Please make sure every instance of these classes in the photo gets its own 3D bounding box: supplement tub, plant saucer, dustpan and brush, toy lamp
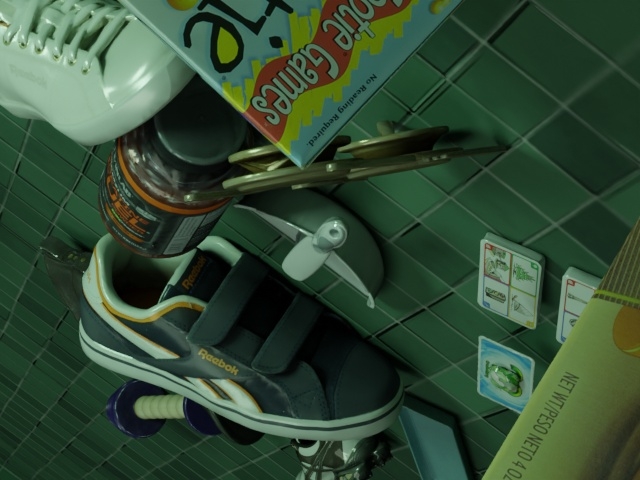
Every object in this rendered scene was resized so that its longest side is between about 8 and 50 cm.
[{"bbox_3d":[-0.113,-0.060,1.146,0.106,0.106,0.198,36,157,-2],"label":"supplement tub"},{"bbox_3d":[0.121,0.214,1.469,0.067,0.018,0.192,22,153,28],"label":"plant saucer"},{"bbox_3d":[0.000,0.000,1.164,0.147,0.060,0.211,36,157,-3],"label":"dustpan and brush"},{"bbox_3d":[-0.192,0.207,1.804,0.080,0.080,0.275,43,157,-18],"label":"toy lamp"}]

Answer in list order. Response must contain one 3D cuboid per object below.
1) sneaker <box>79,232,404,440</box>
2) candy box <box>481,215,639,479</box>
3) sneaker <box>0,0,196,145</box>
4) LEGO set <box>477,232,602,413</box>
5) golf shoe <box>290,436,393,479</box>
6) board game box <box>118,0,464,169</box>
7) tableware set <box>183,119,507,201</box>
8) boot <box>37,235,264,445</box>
[{"bbox_3d":[-0.076,0.083,1.340,0.321,0.126,0.127,14,129,12],"label":"sneaker"},{"bbox_3d":[0.213,0.061,0.663,0.183,0.316,0.087,27,154,18],"label":"candy box"},{"bbox_3d":[-0.202,-0.147,1.095,0.290,0.106,0.123,7,147,50],"label":"sneaker"},{"bbox_3d":[0.209,0.102,1.119,0.182,0.060,0.244,24,143,25],"label":"LEGO set"},{"bbox_3d":[0.007,0.230,1.600,0.094,0.077,0.198,47,150,0],"label":"golf shoe"},{"bbox_3d":[-0.069,-0.187,0.738,0.275,0.142,0.144,42,-177,-16],"label":"board game box"},{"bbox_3d":[0.016,-0.059,0.921,0.128,0.194,0.039,-10,90,39],"label":"tableware set"},{"bbox_3d":[-0.176,0.100,1.578,0.229,0.091,0.263,5,132,51],"label":"boot"}]
